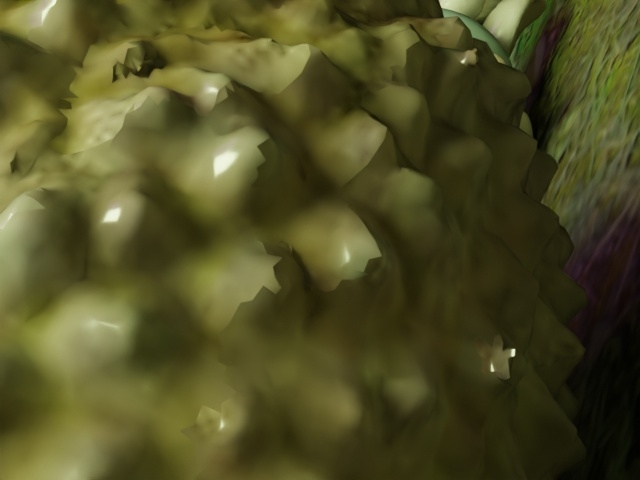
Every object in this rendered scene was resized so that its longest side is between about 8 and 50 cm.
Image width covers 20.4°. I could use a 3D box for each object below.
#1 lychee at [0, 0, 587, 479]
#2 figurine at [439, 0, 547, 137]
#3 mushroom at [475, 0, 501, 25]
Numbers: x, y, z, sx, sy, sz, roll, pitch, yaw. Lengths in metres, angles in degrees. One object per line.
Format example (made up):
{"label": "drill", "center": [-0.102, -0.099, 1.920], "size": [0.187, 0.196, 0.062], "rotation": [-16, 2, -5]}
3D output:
{"label": "lychee", "center": [-0.111, 0.081, 0.543], "size": [0.432, 0.380, 0.380], "rotation": [-48, 7, -4]}
{"label": "figurine", "center": [0.049, -0.063, 0.923], "size": [0.235, 0.127, 0.155], "rotation": [-59, -11, -12]}
{"label": "mushroom", "center": [0.132, -0.199, 1.040], "size": [0.351, 0.095, 0.122], "rotation": [167, 113, -81]}
